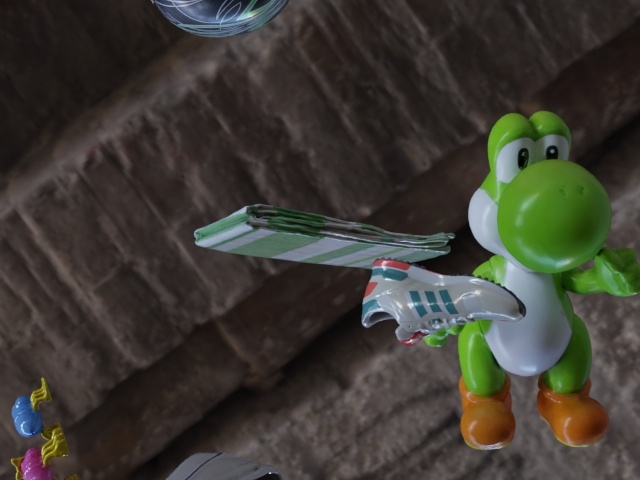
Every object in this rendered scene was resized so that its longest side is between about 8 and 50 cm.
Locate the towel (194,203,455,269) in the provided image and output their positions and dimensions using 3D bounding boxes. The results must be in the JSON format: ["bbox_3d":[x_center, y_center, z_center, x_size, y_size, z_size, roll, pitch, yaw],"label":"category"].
[{"bbox_3d":[0.000,0.000,1.677,0.248,0.325,0.038,160,114,-64],"label":"towel"}]

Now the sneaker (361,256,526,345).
[{"bbox_3d":[0.109,0.068,1.053,0.161,0.075,0.057,13,164,31],"label":"sneaker"}]

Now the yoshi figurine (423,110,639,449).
[{"bbox_3d":[0.222,0.054,1.178,0.203,0.204,0.362,16,119,41],"label":"yoshi figurine"}]

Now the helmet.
[{"bbox_3d":[-0.109,-0.308,1.283,0.170,0.161,0.169,13,172,2],"label":"helmet"}]

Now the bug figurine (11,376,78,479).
[{"bbox_3d":[-0.341,0.326,1.457,0.216,0.072,0.278,-159,53,-70],"label":"bug figurine"}]

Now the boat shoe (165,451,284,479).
[{"bbox_3d":[-0.111,0.260,0.923,0.267,0.088,0.096,-36,-62,-60],"label":"boat shoe"}]
